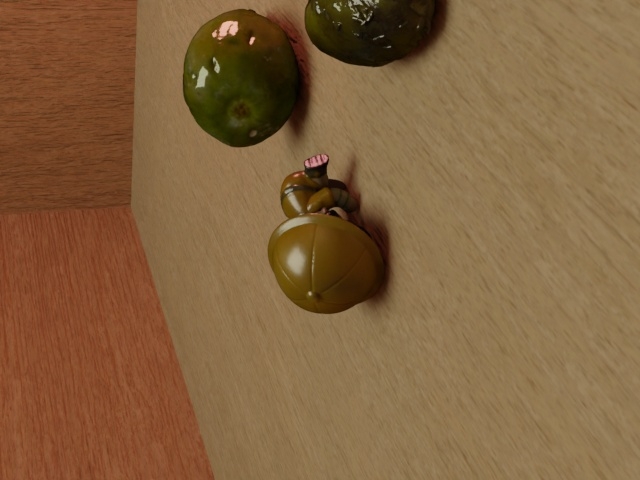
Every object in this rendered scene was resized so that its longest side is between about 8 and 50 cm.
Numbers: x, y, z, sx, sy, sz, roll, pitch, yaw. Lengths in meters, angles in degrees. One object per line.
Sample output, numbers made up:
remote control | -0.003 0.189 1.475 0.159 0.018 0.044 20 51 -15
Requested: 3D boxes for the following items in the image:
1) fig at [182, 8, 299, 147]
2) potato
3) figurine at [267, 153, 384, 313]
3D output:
fig | -0.169 -0.338 1.761 0.314 0.233 0.233 61 150 32
potato | 0.061 -0.306 1.275 0.251 0.149 0.113 -8 51 55
figurine | -0.005 0.001 1.486 0.192 0.167 0.257 87 167 -47
